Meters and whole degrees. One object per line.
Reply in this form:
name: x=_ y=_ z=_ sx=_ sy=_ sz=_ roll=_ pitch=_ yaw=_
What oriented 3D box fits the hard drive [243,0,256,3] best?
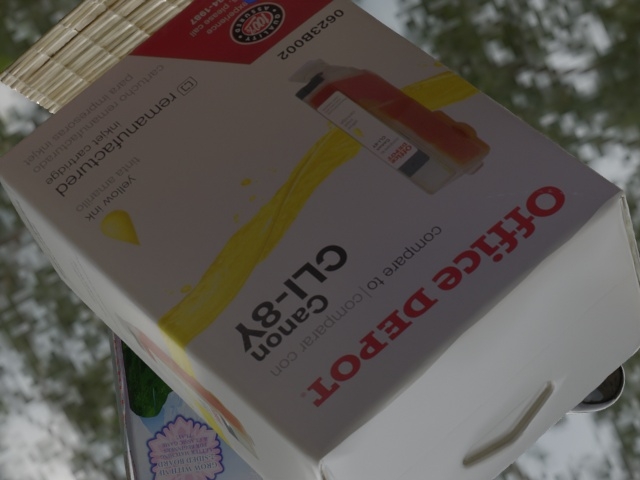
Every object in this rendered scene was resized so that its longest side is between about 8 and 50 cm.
hard drive: x=0.053 y=-0.239 z=1.070 sx=0.318 sy=0.040 sz=0.210 roll=-28 pitch=168 yaw=16

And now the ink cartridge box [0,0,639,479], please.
ink cartridge box: x=0.000 y=0.000 z=1.368 sx=0.279 sy=0.160 sz=0.384 roll=-40 pitch=-127 yaw=-14

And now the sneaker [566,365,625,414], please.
sneaker: x=0.222 y=0.090 z=1.903 sx=0.124 sy=0.283 sz=0.107 roll=-3 pitch=-123 yaw=53

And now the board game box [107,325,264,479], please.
board game box: x=-0.032 y=0.074 z=1.750 sx=0.318 sy=0.318 sz=0.066 roll=-7 pitch=176 yaw=-16

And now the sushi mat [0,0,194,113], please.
sushi mat: x=-0.186 y=-0.172 z=1.864 sx=0.316 sy=0.151 sz=0.019 roll=-27 pitch=-147 yaw=54
